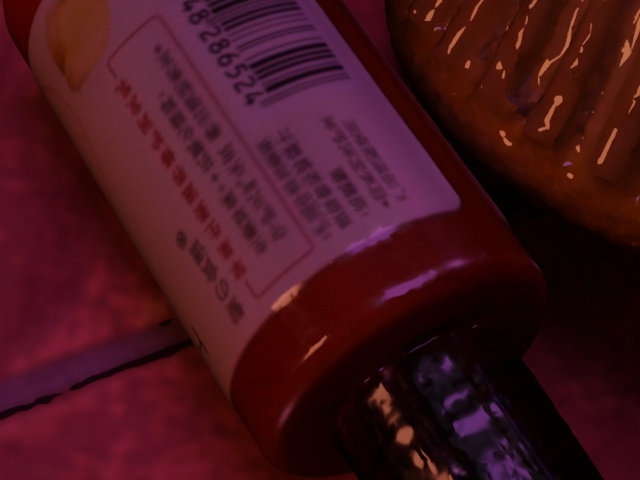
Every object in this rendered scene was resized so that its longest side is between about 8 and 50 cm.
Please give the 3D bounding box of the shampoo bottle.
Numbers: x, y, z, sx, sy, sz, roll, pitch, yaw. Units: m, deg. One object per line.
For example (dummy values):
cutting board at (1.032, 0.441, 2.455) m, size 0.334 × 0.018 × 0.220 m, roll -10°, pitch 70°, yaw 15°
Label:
shampoo bottle at (0.000, 0.000, 0.591) m, size 0.104 × 0.104 × 0.278 m, roll -20°, pitch 59°, yaw -24°

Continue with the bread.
bread at (0.136, -0.084, 0.641) m, size 0.240 × 0.139 × 0.240 m, roll 8°, pitch 29°, yaw -5°
